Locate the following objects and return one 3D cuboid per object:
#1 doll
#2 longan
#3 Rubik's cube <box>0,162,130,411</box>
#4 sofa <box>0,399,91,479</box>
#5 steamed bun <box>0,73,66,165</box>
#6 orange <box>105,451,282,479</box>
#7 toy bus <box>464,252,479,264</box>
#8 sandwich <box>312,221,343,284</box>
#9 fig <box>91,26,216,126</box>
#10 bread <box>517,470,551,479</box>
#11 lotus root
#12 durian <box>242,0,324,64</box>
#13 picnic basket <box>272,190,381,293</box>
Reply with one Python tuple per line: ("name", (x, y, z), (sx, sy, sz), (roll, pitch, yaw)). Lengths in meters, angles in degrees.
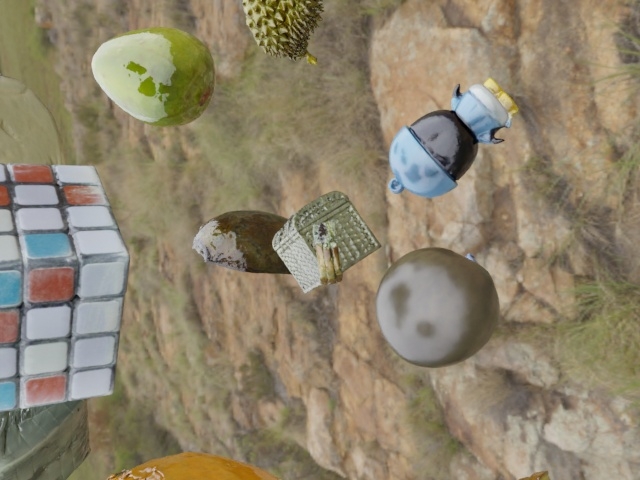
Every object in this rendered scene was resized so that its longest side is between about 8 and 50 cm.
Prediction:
("doll", (0.270, -0.208, 1.371), (0.314, 0.141, 0.177), (-39, 71, 15))
("longan", (0.180, 0.102, 1.013), (0.212, 0.198, 0.198), (-111, 30, -53))
("Rubik's cube", (-0.423, 0.058, 0.877), (0.256, 0.253, 0.258), (53, 137, 44))
("sofa", (-0.505, 0.293, 1.013), (0.225, 0.176, 0.210), (28, 133, 15))
("steamed bun", (-0.671, -0.154, 1.229), (0.233, 0.334, 0.311), (-17, 77, 22))
("orange", (-0.115, 0.382, 0.598), (0.341, 0.293, 0.340), (-32, 40, 32))
("toy bus", (0.273, 0.131, 1.452), (0.236, 0.079, 0.094), (-39, 74, 11))
("sandwich", (0.011, 0.017, 0.935), (0.105, 0.036, 0.093), (84, 178, -84))
("fig", (-0.438, -0.432, 1.673), (0.258, 0.326, 0.258), (16, -90, -75))
("bread", (0.396, 0.530, 1.269), (0.086, 0.125, 0.156), (54, 134, 26))
("lotus root", (-0.173, -0.001, 1.734), (0.210, 0.314, 0.141), (28, 108, 51))
("durian", (-0.048, -0.354, 1.011), (0.102, 0.208, 0.146), (12, 58, 35))
("picnic basket", (0.000, 0.000, 1.276), (0.154, 0.134, 0.196), (57, 160, 2))
